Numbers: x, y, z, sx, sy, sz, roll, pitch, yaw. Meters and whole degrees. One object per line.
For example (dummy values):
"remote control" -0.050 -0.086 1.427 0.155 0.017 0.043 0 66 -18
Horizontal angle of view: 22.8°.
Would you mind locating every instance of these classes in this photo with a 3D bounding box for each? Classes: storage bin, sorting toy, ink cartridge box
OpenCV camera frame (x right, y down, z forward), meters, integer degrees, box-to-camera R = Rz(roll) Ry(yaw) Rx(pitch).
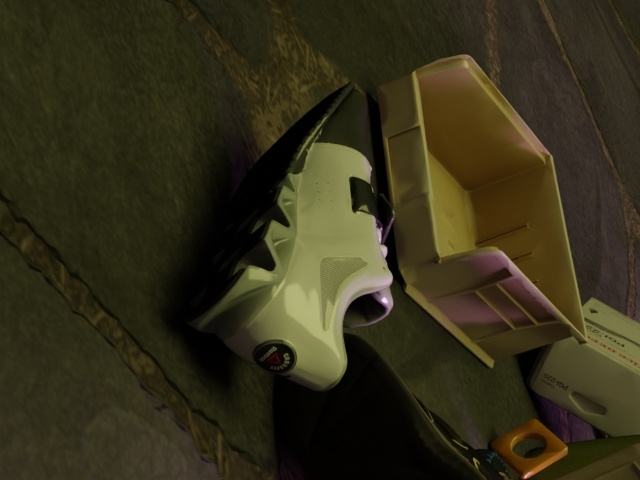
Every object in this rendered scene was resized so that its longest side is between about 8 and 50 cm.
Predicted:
"storage bin" 0.176 -0.032 1.784 0.260 0.123 0.262 42 35 -49
"sorting toy" 0.297 0.307 1.638 0.347 0.196 0.047 -121 -164 -51
"ink cartridge box" 0.367 0.162 1.997 0.159 0.092 0.218 29 19 14

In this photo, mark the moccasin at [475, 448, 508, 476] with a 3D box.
"moccasin" 0.191 0.352 1.495 0.138 0.117 0.342 42 35 -48

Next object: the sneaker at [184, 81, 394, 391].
"sneaker" 0.000 0.000 1.326 0.146 0.122 0.330 39 41 -15

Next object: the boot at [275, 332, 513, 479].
"boot" 0.123 0.270 1.309 0.377 0.138 0.284 54 5 39

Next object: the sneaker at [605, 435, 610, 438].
"sneaker" 0.454 0.320 2.157 0.123 0.106 0.290 -22 102 -71

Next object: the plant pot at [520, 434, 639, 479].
"plant pot" 0.417 0.329 1.796 0.275 0.294 0.274 48 31 -42
